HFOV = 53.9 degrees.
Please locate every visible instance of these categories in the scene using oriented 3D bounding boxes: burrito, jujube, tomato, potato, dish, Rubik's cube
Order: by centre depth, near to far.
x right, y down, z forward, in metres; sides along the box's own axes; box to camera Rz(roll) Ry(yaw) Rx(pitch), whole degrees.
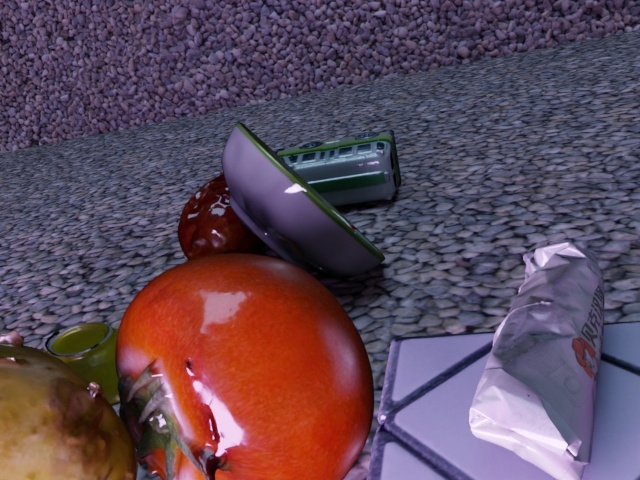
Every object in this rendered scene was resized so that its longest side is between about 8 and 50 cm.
[{"bbox_3d":[0.136,0.060,0.379,0.064,0.064,0.203,-1,27,28],"label":"burrito"},{"bbox_3d":[0.149,0.191,0.403,0.205,0.205,0.207,-6,22,16],"label":"Rubik's cube"},{"bbox_3d":[-0.265,0.232,0.520,0.196,0.299,0.246,10,31,-27],"label":"potato"},{"bbox_3d":[-0.074,0.137,0.596,0.225,0.255,0.256,-18,21,-32],"label":"tomato"},{"bbox_3d":[-0.334,0.167,0.896,0.208,0.080,0.149,6,28,36],"label":"dish"},{"bbox_3d":[-0.053,-0.037,1.022,0.124,0.324,0.324,-47,23,5],"label":"dish"},{"bbox_3d":[-0.160,-0.044,1.188,0.174,0.174,0.250,-1,23,27],"label":"jujube"}]

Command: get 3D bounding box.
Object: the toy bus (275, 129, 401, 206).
[{"bbox_3d":[0.031,-0.146,1.376,0.276,0.133,0.164,-8,22,11],"label":"toy bus"}]
